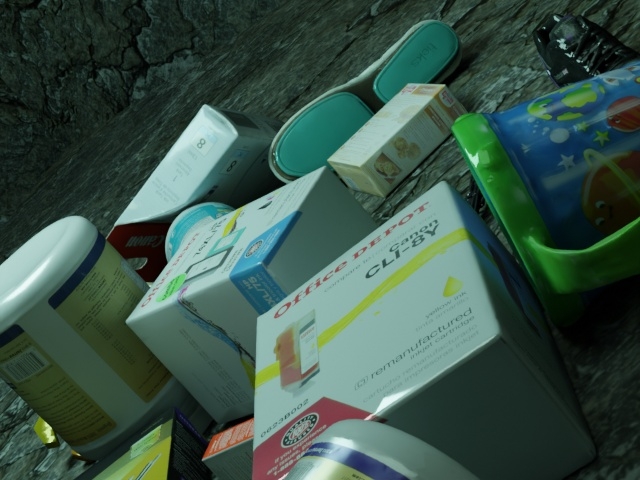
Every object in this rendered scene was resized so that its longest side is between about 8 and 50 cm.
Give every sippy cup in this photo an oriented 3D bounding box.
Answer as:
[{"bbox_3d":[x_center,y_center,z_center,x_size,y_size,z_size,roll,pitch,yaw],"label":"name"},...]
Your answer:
[{"bbox_3d":[0.281,-0.065,1.370,0.224,0.240,0.305,-28,59,5],"label":"sippy cup"}]

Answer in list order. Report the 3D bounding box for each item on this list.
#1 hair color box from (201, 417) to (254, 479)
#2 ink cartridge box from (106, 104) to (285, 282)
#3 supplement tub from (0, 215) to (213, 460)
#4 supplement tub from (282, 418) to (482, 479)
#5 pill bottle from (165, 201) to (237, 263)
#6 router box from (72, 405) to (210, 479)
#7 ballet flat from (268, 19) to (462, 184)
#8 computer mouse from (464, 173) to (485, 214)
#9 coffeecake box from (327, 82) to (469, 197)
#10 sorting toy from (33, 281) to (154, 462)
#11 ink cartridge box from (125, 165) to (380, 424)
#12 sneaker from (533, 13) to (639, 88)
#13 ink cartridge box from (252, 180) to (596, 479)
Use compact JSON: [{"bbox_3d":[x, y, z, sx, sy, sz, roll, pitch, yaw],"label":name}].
[{"bbox_3d":[-0.058,0.237,1.545,0.141,0.072,0.043,-27,23,33],"label":"hair color box"},{"bbox_3d":[-0.212,-0.047,2.300,0.385,0.091,0.308,-53,-15,13],"label":"ink cartridge box"},{"bbox_3d":[-0.301,0.149,1.828,0.228,0.316,0.228,-35,19,14],"label":"supplement tub"},{"bbox_3d":[0.003,0.321,0.970,0.331,0.241,0.241,-49,20,-21],"label":"supplement tub"},{"bbox_3d":[-0.144,0.030,2.066,0.146,0.146,0.264,-42,19,-5],"label":"pill bottle"},{"bbox_3d":[-0.275,0.367,1.655,0.309,0.081,0.243,-37,19,10],"label":"router box"},{"bbox_3d":[0.075,-0.212,2.258,0.400,0.139,0.139,-41,18,-15],"label":"ballet flat"},{"bbox_3d":[0.272,-0.095,1.685,0.262,0.060,0.184,-39,19,43],"label":"computer mouse"},{"bbox_3d":[0.118,-0.158,2.101,0.185,0.068,0.142,-44,19,-10],"label":"coffeecake box"},{"bbox_3d":[-0.354,0.192,2.096,0.229,0.041,0.307,9,58,21],"label":"sorting toy"},{"bbox_3d":[-0.062,0.075,1.720,0.270,0.197,0.198,-24,24,42],"label":"ink cartridge box"},{"bbox_3d":[0.340,-0.220,1.723,0.107,0.124,0.283,-41,19,-1],"label":"sneaker"},{"bbox_3d":[0.083,0.135,1.360,0.279,0.160,0.384,-36,19,12],"label":"ink cartridge box"}]
